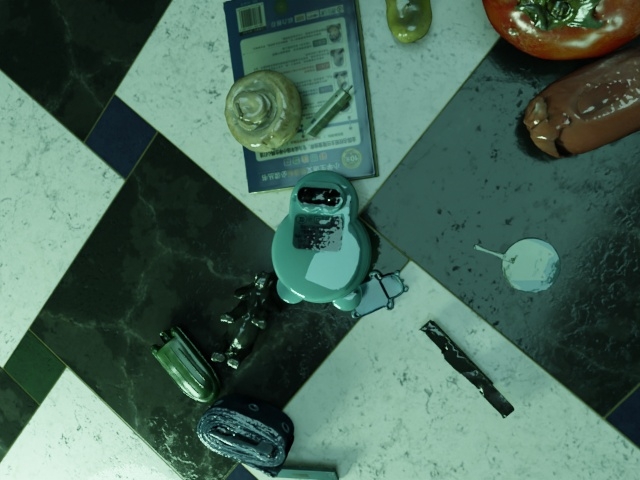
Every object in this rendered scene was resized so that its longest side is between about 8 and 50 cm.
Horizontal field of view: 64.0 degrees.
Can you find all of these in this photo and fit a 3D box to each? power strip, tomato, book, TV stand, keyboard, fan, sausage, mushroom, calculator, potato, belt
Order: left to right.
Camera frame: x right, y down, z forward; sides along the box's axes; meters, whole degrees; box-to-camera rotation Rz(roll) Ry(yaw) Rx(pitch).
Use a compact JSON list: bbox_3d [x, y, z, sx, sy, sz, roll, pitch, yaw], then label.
[{"bbox_3d":[-0.171,0.438,1.167,0.218,0.128,0.122,18,99,11],"label":"belt"},{"bbox_3d":[-0.118,-0.263,1.049,0.166,0.127,0.166,4,104,16],"label":"mushroom"},{"bbox_3d":[-0.045,-0.328,1.109,0.299,0.039,0.428,-6,94,15],"label":"book"},{"bbox_3d":[-0.046,0.541,1.191,0.176,0.014,0.055,-3,132,14],"label":"keyboard"},{"bbox_3d":[0.018,-0.266,1.051,0.136,0.051,0.019,-44,77,14],"label":"power strip"},{"bbox_3d":[0.120,0.116,1.120,0.141,0.019,0.094,-27,89,14],"label":"calculator"},{"bbox_3d":[0.175,-0.464,1.025,0.091,0.070,0.138,-6,95,13],"label":"potato"},{"bbox_3d":[0.305,0.267,1.076,0.036,0.042,0.249,-45,84,11],"label":"TV stand"},{"bbox_3d":[0.400,0.041,1.049,0.175,0.005,0.113,19,100,10],"label":"fan"},{"bbox_3d":[0.431,-0.481,0.849,0.325,0.293,0.290,23,69,16],"label":"tomato"},{"bbox_3d":[0.509,-0.249,0.920,0.279,0.152,0.152,-25,89,15],"label":"sausage"}]

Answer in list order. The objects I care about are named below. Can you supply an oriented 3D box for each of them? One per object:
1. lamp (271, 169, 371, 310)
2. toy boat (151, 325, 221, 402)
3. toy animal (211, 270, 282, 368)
[{"bbox_3d":[0.003,-0.002,1.070,0.209,0.147,0.284,5,110,13],"label":"lamp"},{"bbox_3d":[-0.320,0.303,1.233,0.104,0.052,0.210,-43,86,12],"label":"toy boat"},{"bbox_3d":[-0.165,0.167,1.133,0.114,0.146,0.245,37,104,2],"label":"toy animal"}]
